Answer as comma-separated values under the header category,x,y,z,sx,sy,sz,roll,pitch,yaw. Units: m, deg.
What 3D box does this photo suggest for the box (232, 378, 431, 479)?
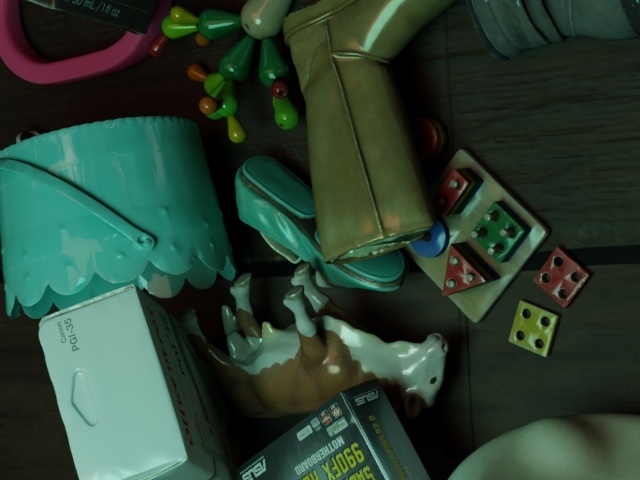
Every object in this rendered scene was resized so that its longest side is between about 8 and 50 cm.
category,x,y,z,sx,sy,sz,roll,pitch,yaw
box,0.021,0.274,1.647,0.231,0.056,0.183,-41,72,47

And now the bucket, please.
category,x,y,z,sx,sy,sz,roll,pitch,yaw
bucket,-0.241,-0.024,1.794,0.281,0.281,0.183,-16,81,36

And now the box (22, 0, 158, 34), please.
category,x,y,z,sx,sy,sz,roll,pitch,yaw
box,-0.226,-0.434,1.739,0.143,0.191,0.381,23,98,26

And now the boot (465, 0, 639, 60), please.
category,x,y,z,sx,sy,sz,roll,pitch,yaw
boot,0.209,-0.336,1.485,0.223,0.118,0.338,0,107,36

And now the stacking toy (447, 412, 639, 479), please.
category,x,y,z,sx,sy,sz,roll,pitch,yaw
stacking toy,0.275,0.434,1.483,0.350,0.350,0.480,19,122,33

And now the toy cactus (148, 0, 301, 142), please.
category,x,y,z,sx,sy,sz,roll,pitch,yaw
toy cactus,-0.093,-0.220,1.771,0.219,0.112,0.180,42,107,35

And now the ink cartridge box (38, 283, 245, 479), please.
category,x,y,z,sx,sy,sz,roll,pitch,yaw
ink cartridge box,-0.185,0.191,1.730,0.117,0.283,0.207,-21,70,5

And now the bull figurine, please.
category,x,y,z,sx,sy,sz,roll,pitch,yaw
bull figurine,-0.010,0.122,1.709,0.310,0.101,0.188,-16,113,41

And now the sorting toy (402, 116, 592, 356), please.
category,x,y,z,sx,sy,sz,roll,pitch,yaw
sorting toy,0.154,0.002,1.637,0.274,0.046,0.132,47,119,22

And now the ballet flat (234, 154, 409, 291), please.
category,x,y,z,sx,sy,sz,roll,pitch,yaw
ballet flat,0.000,0.000,1.739,0.247,0.083,0.087,37,139,27

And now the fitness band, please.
category,x,y,z,sx,sy,sz,roll,pitch,yaw
fitness band,-0.300,-0.301,1.931,0.291,0.054,0.209,-8,90,37

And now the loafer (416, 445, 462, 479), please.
category,x,y,z,sx,sy,sz,roll,pitch,yaw
loafer,0.093,0.250,1.680,0.267,0.096,0.084,7,93,37

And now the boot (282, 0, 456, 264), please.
category,x,y,z,sx,sy,sz,roll,pitch,yaw
boot,0.078,-0.135,1.624,0.236,0.089,0.269,-23,72,35

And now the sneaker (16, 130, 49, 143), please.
category,x,y,z,sx,sy,sz,roll,pitch,yaw
sneaker,-0.326,-0.069,1.979,0.170,0.068,0.071,47,134,33
